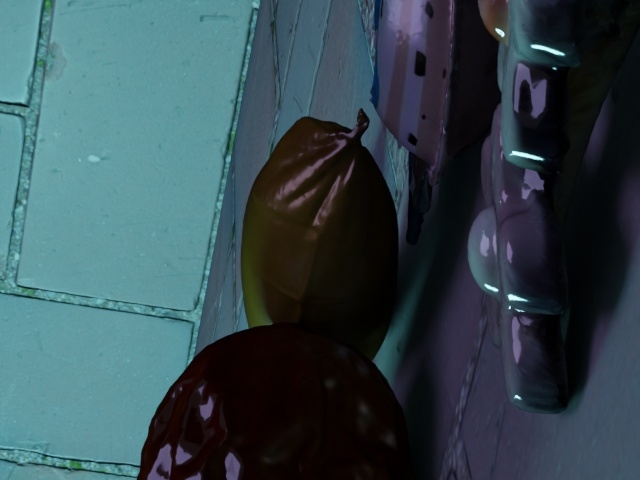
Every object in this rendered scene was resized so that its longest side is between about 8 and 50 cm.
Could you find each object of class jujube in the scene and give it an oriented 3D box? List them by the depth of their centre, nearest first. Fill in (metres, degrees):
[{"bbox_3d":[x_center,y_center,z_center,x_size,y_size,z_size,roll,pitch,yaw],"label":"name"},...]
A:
[{"bbox_3d":[-0.027,0.172,1.069,0.174,0.174,0.250,109,163,-54],"label":"jujube"}]

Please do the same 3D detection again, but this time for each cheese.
[{"bbox_3d":[0.064,-0.101,1.024,0.286,0.074,0.189,95,179,-62],"label":"cheese"}]

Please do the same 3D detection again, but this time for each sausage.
[{"bbox_3d":[0.001,0.005,1.139,0.328,0.112,0.112,93,-177,-69],"label":"sausage"}]

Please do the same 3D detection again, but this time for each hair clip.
[{"bbox_3d":[0.094,-0.049,0.762,0.146,0.075,0.257,-101,16,-58],"label":"hair clip"}]
